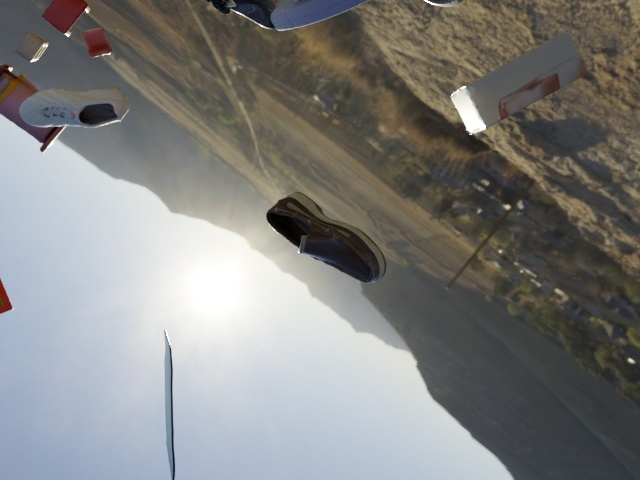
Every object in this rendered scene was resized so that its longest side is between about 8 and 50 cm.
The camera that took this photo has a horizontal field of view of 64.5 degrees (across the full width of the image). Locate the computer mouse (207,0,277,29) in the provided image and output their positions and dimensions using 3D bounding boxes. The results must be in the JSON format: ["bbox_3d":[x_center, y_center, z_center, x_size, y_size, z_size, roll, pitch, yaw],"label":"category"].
[{"bbox_3d":[-0.187,-0.596,1.230,0.188,0.072,0.272,52,-152,19],"label":"computer mouse"}]

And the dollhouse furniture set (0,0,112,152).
[{"bbox_3d":[-0.693,-0.447,1.324,0.201,0.374,0.152,38,-177,-29],"label":"dollhouse furniture set"}]

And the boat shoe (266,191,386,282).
[{"bbox_3d":[-0.001,0.006,0.928,0.257,0.095,0.095,34,133,33],"label":"boat shoe"}]

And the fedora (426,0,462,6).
[{"bbox_3d":[0.304,-0.724,1.238,0.275,0.124,0.244,56,160,-10],"label":"fedora"}]

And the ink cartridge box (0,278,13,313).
[{"bbox_3d":[-0.650,0.086,0.948,0.179,0.045,0.145,-48,-60,-77],"label":"ink cartridge box"}]

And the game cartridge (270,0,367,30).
[{"bbox_3d":[0.029,-0.578,1.158,0.297,0.198,0.062,-3,135,35],"label":"game cartridge"}]

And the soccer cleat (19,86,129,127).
[{"bbox_3d":[-0.442,-0.232,0.902,0.068,0.196,0.076,83,180,-46],"label":"soccer cleat"}]

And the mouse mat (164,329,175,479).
[{"bbox_3d":[-0.227,0.238,0.759,0.007,0.189,0.153,0,-178,-20],"label":"mouse mat"}]

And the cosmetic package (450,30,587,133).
[{"bbox_3d":[0.524,-0.416,1.360,0.129,0.296,0.153,62,-176,-6],"label":"cosmetic package"}]
